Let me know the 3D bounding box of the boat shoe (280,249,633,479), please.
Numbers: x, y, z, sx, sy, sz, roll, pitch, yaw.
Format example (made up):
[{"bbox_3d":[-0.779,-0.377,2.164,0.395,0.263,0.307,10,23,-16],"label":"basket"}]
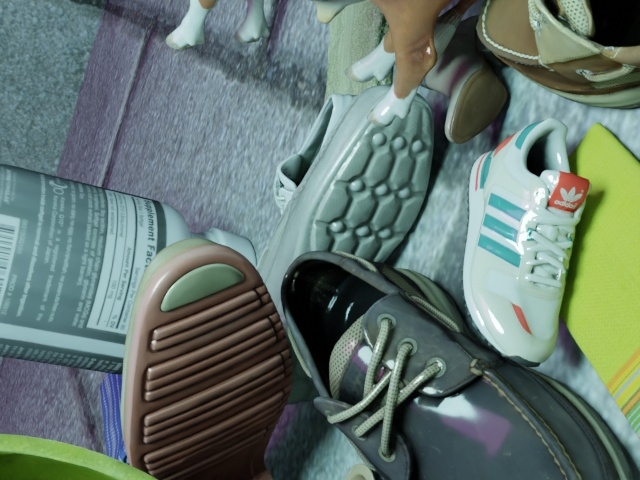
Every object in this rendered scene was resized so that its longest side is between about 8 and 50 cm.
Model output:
[{"bbox_3d":[0.057,0.107,0.616,0.132,0.130,0.355,-63,27,7],"label":"boat shoe"}]

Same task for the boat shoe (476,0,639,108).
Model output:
[{"bbox_3d":[0.179,-0.142,0.522,0.324,0.120,0.122,23,98,65],"label":"boat shoe"}]

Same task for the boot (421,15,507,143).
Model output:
[{"bbox_3d":[0.104,-0.126,0.734,0.087,0.042,0.118,15,63,49],"label":"boot"}]

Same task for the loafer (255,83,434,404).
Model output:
[{"bbox_3d":[0.000,0.000,0.832,0.319,0.112,0.111,-64,36,25],"label":"loafer"}]

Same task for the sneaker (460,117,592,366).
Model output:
[{"bbox_3d":[0.130,-0.005,0.580,0.075,0.057,0.161,-46,32,50],"label":"sneaker"}]

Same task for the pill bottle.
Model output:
[{"bbox_3d":[-0.272,0.041,1.078,0.210,0.363,0.210,-39,44,51],"label":"pill bottle"}]

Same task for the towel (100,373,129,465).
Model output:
[{"bbox_3d":[-0.265,0.171,1.381,0.336,0.040,0.243,-63,27,26],"label":"towel"}]

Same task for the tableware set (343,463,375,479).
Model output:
[{"bbox_3d":[0.057,0.213,0.709,0.168,0.020,0.141,-56,31,37],"label":"tableware set"}]

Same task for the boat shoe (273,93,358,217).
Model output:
[{"bbox_3d":[-0.010,-0.058,0.924,0.226,0.076,0.083,-58,30,33],"label":"boat shoe"}]

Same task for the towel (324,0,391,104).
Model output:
[{"bbox_3d":[0.038,-0.191,0.953,0.110,0.027,0.148,-25,55,58],"label":"towel"}]

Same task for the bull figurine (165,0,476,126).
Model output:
[{"bbox_3d":[-0.023,-0.219,0.700,0.310,0.101,0.188,26,125,21],"label":"bull figurine"}]

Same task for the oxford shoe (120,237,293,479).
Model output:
[{"bbox_3d":[-0.116,0.136,0.802,0.146,0.140,0.397,51,149,40],"label":"oxford shoe"}]

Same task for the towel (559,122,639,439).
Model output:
[{"bbox_3d":[0.186,0.030,0.540,0.102,0.021,0.237,-57,30,24],"label":"towel"}]

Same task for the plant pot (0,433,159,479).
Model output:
[{"bbox_3d":[-0.213,0.336,0.540,0.353,0.366,0.366,126,149,-57],"label":"plant pot"}]
